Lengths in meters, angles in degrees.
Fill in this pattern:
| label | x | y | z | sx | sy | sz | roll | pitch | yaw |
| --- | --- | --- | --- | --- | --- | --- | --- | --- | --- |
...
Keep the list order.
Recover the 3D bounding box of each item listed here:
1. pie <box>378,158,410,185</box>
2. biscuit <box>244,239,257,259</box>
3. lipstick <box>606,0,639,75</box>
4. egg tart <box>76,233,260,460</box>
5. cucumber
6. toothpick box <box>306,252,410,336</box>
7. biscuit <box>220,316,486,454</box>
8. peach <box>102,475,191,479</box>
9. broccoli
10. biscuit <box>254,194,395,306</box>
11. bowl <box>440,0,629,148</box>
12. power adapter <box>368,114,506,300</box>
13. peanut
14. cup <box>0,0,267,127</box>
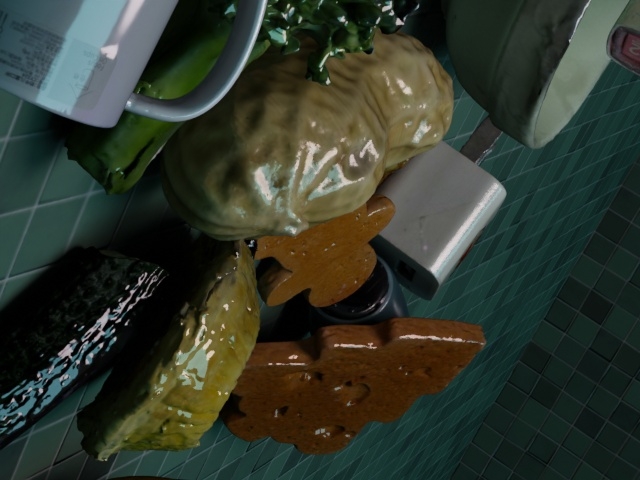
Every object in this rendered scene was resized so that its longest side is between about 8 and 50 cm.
| label | x | y | z | sx | sy | sz | roll | pitch | yaw |
| --- | --- | --- | --- | --- | --- | --- | --- | --- | --- |
| pie | 0.034 | -0.058 | 1.438 | 0.191 | 0.033 | 0.088 | -21 | 146 | -56 |
| biscuit | -0.079 | 0.027 | 1.226 | 0.089 | 0.027 | 0.087 | 152 | -61 | -63 |
| lipstick | 0.384 | -0.282 | 1.401 | 0.253 | 0.079 | 0.077 | -57 | 166 | -16 |
| egg tart | -0.108 | 0.089 | 1.116 | 0.232 | 0.098 | 0.252 | -61 | -170 | -20 |
| cucumber | -0.205 | 0.087 | 0.994 | 0.241 | 0.074 | 0.074 | -45 | 159 | -30 |
| toothpick box | 0.043 | 0.085 | 1.580 | 0.120 | 0.120 | 0.184 | -51 | 159 | -17 |
| biscuit | 0.036 | 0.150 | 1.529 | 0.306 | 0.043 | 0.284 | -21 | 147 | 10 |
| peach | -0.164 | 0.391 | 1.200 | 0.370 | 0.370 | 0.370 | -49 | 161 | -23 |
| broccoli | -0.069 | -0.167 | 0.872 | 0.275 | 0.177 | 0.198 | -34 | -142 | 41 |
| biscuit | 0.000 | -0.001 | 1.385 | 0.165 | 0.036 | 0.250 | -37 | 154 | -3 |
| bowl | 0.231 | -0.259 | 1.391 | 0.307 | 0.163 | 0.307 | -49 | 161 | -23 |
| power adapter | 0.139 | -0.054 | 1.562 | 0.205 | 0.125 | 0.130 | -52 | 172 | -12 |
| peanut | 0.002 | -0.093 | 1.094 | 0.325 | 0.153 | 0.140 | -25 | 150 | -47 |
| cup | -0.110 | -0.139 | 0.677 | 0.142 | 0.173 | 0.134 | -60 | -176 | 8 |
